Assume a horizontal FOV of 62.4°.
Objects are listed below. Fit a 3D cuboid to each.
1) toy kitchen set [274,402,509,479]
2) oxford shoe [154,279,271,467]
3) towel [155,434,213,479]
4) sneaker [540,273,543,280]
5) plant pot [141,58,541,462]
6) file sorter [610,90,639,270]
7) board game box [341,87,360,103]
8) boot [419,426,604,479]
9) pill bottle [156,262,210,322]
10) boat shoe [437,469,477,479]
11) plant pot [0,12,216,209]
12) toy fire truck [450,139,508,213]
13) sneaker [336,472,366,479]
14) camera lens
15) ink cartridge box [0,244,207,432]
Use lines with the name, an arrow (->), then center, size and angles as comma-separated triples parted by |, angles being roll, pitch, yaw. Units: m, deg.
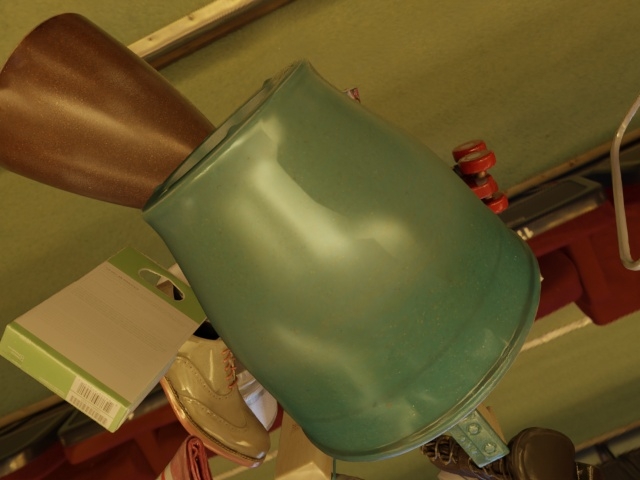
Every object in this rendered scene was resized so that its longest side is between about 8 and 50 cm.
toy kitchen set -> 0.083, 0.231, 0.600 | 0.207, 0.122, 0.166 | -33, 110, 18
oxford shoe -> -0.206, 0.250, 0.978 | 0.146, 0.140, 0.397 | -38, 101, 4
towel -> -0.218, 0.457, 0.716 | 0.037, 0.237, 0.329 | 12, 126, -41
sneaker -> 0.278, 0.030, 1.022 | 0.102, 0.282, 0.161 | 27, 114, -33
plant pot -> 0.000, 0.000, 0.462 | 0.271, 0.272, 0.255 | -40, 110, 10
file sorter -> 0.395, -0.056, 0.390 | 0.277, 0.193, 0.173 | 13, 143, 8
board game box -> 0.027, -0.143, 0.690 | 0.020, 0.090, 0.090 | 6, 122, 39
boot -> 0.236, 0.308, 0.725 | 0.263, 0.229, 0.091 | 40, 60, -36
pill bottle -> -0.316, 0.228, 1.567 | 0.210, 0.210, 0.363 | -21, 139, 3
boat shoe -> 0.331, 0.452, 0.924 | 0.084, 0.258, 0.095 | -50, 133, -24
plant pot -> -0.241, -0.129, 0.670 | 0.230, 0.215, 0.215 | 28, 106, -2
toy fire truck -> 0.390, -0.162, 1.555 | 0.253, 0.302, 0.169 | -18, 109, 13
sneaker -> -0.030, 0.524, 0.903 | 0.296, 0.131, 0.112 | -32, 103, -34
camera lens -> -0.233, 0.384, 1.386 | 0.219, 0.219, 0.274 | -6, 124, -2
ink cartridge box -> -0.265, 0.114, 0.705 | 0.171, 0.235, 0.056 | 34, 117, 1
